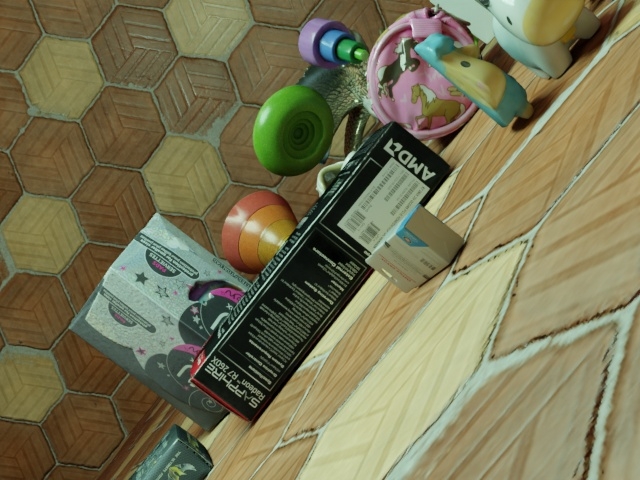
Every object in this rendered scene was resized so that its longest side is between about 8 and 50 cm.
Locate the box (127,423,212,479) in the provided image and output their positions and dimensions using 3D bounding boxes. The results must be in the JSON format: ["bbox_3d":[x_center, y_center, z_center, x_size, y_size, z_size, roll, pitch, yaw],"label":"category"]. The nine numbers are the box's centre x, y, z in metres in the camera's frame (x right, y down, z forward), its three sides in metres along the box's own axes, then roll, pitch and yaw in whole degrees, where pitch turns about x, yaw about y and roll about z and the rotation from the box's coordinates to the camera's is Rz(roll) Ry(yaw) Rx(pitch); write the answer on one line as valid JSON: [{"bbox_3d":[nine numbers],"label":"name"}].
[{"bbox_3d":[-0.226,0.334,1.351,0.233,0.059,0.183,-52,4,-9],"label":"box"}]

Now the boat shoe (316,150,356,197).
[{"bbox_3d":[0.040,-0.090,1.879,0.098,0.096,0.277,-54,4,-22],"label":"boat shoe"}]

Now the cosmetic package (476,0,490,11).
[{"bbox_3d":[0.290,-0.389,1.496,0.153,0.129,0.296,-53,4,2],"label":"cosmetic package"}]

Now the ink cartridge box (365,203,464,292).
[{"bbox_3d":[0.075,0.008,0.916,0.028,0.048,0.083,-54,5,-28],"label":"ink cartridge box"}]

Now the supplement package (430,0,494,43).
[{"bbox_3d":[0.291,-0.483,2.030,0.139,0.134,0.244,-49,14,28],"label":"supplement package"}]

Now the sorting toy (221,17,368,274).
[{"bbox_3d":[-0.014,-0.109,1.495,0.126,0.127,0.366,28,103,49],"label":"sorting toy"}]

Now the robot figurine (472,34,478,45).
[{"bbox_3d":[0.233,-0.325,2.017,0.115,0.067,0.101,-50,10,24],"label":"robot figurine"}]

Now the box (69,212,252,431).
[{"bbox_3d":[-0.189,0.114,1.547,0.163,0.247,0.142,-49,7,41],"label":"box"}]

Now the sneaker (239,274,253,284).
[{"bbox_3d":[-0.157,0.151,2.176,0.132,0.086,0.229,-57,-5,-12],"label":"sneaker"}]

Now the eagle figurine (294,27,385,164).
[{"bbox_3d":[0.062,-0.249,2.109,0.298,0.226,0.225,-51,0,9],"label":"eagle figurine"}]

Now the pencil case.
[{"bbox_3d":[0.150,-0.246,1.594,0.167,0.160,0.386,-37,6,12],"label":"pencil case"}]

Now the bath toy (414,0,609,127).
[{"bbox_3d":[0.238,-0.273,1.037,0.348,0.129,0.151,-51,4,-2],"label":"bath toy"}]

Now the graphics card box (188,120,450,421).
[{"bbox_3d":[-0.008,0.032,1.342,0.371,0.094,0.233,-53,4,-3],"label":"graphics card box"}]
